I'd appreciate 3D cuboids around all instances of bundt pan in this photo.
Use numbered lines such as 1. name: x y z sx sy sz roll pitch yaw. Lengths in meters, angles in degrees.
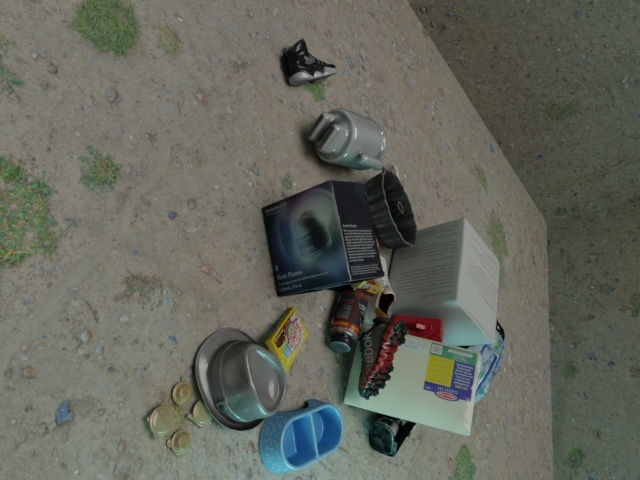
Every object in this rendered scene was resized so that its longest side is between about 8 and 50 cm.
1. bundt pan: 0.266 -0.113 1.906 0.331 0.124 0.330 40 40 -45

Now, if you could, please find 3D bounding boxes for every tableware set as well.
1. tableware set: -0.328 0.417 1.133 0.141 0.020 0.168 60 38 -19

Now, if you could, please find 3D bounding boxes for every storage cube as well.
1. storage cube: 0.337 0.397 1.738 0.215 0.184 0.193 82 14 -62

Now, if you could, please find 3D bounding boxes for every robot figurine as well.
1. robot figurine: 0.116 -0.373 1.791 0.354 0.199 0.299 3 46 -48

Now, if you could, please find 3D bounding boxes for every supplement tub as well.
1. supplement tub: 0.091 0.272 1.609 0.106 0.106 0.197 46 47 -30

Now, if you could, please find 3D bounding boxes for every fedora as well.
1. fedora: -0.182 0.354 1.238 0.244 0.125 0.275 -30 100 -55

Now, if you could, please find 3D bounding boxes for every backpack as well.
1. backpack: 0.602 0.511 1.992 0.356 0.290 0.273 -19 74 -45

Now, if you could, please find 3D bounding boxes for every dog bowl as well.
1. dog bowl: -0.042 0.559 1.377 0.297 0.074 0.165 0 77 -49

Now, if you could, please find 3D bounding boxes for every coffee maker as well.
1. coffee maker: 0.258 0.659 1.657 0.178 0.120 0.171 -30 101 -50

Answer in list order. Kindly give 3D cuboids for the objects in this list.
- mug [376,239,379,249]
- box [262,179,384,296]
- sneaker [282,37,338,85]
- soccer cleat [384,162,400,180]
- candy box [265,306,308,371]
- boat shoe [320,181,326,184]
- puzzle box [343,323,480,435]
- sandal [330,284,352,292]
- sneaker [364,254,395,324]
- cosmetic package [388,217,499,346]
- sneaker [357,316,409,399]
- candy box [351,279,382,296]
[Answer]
1. mug: 0.154 -0.037 1.792 0.150 0.113 0.169 -49 118 -44
2. box: 0.000 0.000 1.450 0.183 0.297 0.293 -1 77 -49
3. sneaker: -0.038 -0.674 1.791 0.269 0.101 0.152 -32 105 -47
4. soccer cleat: 0.325 -0.242 2.104 0.076 0.068 0.196 3 76 -65
5. candy box: -0.095 0.286 1.402 0.105 0.027 0.206 66 22 -12
6. boat shoe: 0.040 -0.055 1.662 0.097 0.117 0.323 23 56 -38
7. puzzle box: 0.303 0.455 1.578 0.052 0.410 0.271 83 22 -67
8. sandal: 0.065 0.148 1.658 0.179 0.067 0.040 15 55 -43
9. sneaker: 0.239 0.178 1.805 0.106 0.123 0.289 35 51 -35
10. cosmetic package: 0.497 0.184 1.940 0.327 0.330 0.393 43 49 -32
11. sneaker: 0.175 0.369 1.543 0.098 0.135 0.275 26 86 -49
12. candy box: 0.128 0.107 1.683 0.109 0.053 0.186 24 28 -43
